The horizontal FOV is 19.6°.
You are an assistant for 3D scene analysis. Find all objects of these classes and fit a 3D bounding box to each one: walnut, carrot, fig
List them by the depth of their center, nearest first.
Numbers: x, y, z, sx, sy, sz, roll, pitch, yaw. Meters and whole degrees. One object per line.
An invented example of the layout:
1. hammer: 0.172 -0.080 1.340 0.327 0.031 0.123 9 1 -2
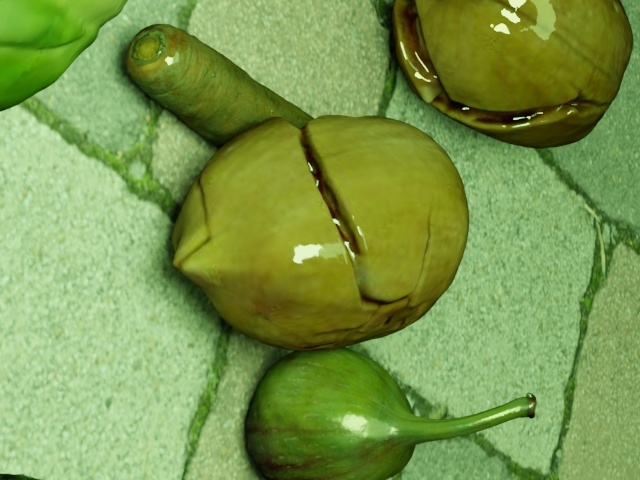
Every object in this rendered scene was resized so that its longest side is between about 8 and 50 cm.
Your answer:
1. walnut: 0.000 0.000 1.535 0.298 0.203 0.203 -17 98 -43
2. fig: 0.060 0.155 1.550 0.149 0.245 0.149 12 76 -57
3. carrot: -0.050 -0.100 1.599 0.342 0.070 0.070 28 63 -51
4. walnut: 0.205 -0.189 1.814 0.336 0.209 0.209 17 72 -52

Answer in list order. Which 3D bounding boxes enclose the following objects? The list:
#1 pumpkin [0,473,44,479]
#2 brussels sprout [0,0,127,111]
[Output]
1. pumpkin: -0.206 0.314 1.241 0.320 0.192 0.320 6 82 -49
2. brussels sprout: -0.249 -0.229 1.213 0.371 0.315 0.276 6 103 -56
